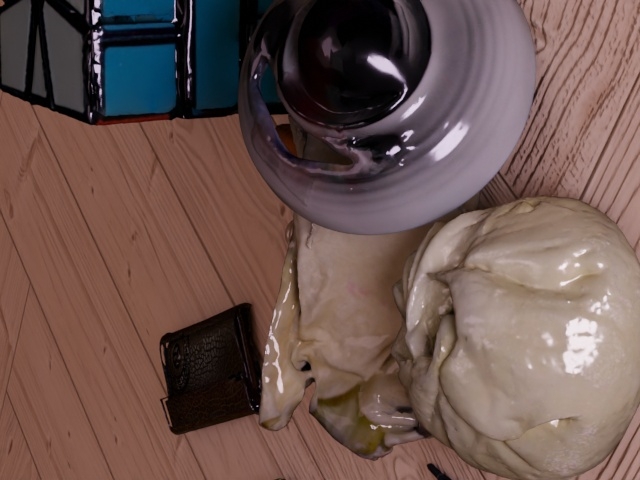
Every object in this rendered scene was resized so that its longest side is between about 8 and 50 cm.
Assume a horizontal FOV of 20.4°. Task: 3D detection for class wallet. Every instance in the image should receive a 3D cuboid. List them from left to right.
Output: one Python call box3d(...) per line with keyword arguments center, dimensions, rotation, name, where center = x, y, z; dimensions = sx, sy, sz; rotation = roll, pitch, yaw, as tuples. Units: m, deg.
box3d(center=(-0.137, 0.160, 2.159), dimensions=(0.243, 0.039, 0.133), rotation=(-23, 74, 61), name="wallet")

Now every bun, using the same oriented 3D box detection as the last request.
box3d(center=(0.151, 0.085, 1.475), dimensions=(0.259, 0.160, 0.259), rotation=(23, 117, 56), name="bun")

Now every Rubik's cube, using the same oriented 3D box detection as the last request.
box3d(center=(-0.169, -0.281, 1.877), dimensions=(0.293, 0.283, 0.288), rotation=(24, 115, 55), name="Rubik's cube")

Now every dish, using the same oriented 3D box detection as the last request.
box3d(center=(0.034, -0.153, 1.516), dimensions=(0.273, 0.134, 0.273), rotation=(-8, 69, 22), name="dish")

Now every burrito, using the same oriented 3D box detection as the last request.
box3d(center=(0.047, 0.034, 1.678), dimensions=(0.135, 0.190, 0.332), rotation=(-63, -19, -72), name="burrito")

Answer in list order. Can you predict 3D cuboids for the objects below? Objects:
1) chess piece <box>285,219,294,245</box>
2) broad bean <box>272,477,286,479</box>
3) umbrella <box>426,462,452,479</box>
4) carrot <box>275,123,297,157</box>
box3d(center=(0.000, 0.000, 1.879), dimensions=(0.092, 0.035, 0.035), rotation=(17, 110, 57), name="chess piece")
box3d(center=(-0.062, 0.352, 2.045), dimensions=(0.061, 0.046, 0.195), rotation=(45, 132, 54), name="broad bean")
box3d(center=(0.160, 0.275, 1.631), dimensions=(0.044, 0.044, 0.269), rotation=(55, 173, -28), name="umbrella")
box3d(center=(0.005, -0.083, 1.841), dimensions=(0.256, 0.061, 0.061), rotation=(-129, 42, -58), name="carrot")
